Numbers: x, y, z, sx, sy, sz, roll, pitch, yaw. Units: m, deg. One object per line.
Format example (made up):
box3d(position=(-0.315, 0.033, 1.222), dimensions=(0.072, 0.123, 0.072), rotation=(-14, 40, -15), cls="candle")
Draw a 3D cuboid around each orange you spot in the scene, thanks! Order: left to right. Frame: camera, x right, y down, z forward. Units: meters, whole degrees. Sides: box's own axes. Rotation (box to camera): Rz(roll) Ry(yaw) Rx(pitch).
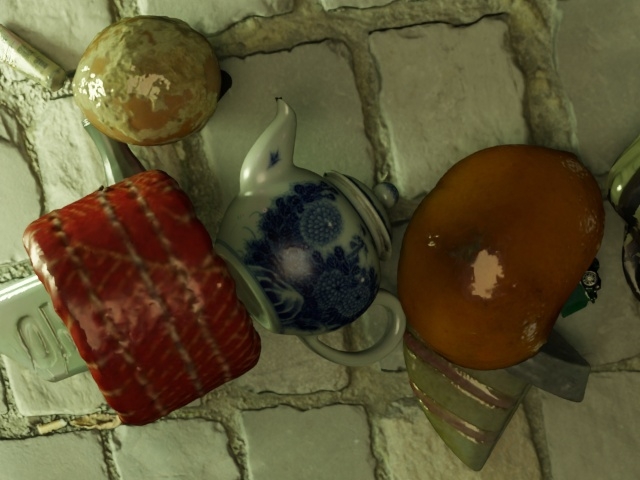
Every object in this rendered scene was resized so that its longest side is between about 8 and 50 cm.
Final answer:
box3d(position=(0.238, 0.023, 1.612), dimensions=(0.274, 0.274, 0.310), rotation=(23, 127, 5), cls="orange")

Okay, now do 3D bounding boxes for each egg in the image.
box3d(position=(-0.252, -0.229, 1.664), dimensions=(0.233, 0.195, 0.195), rotation=(-12, 106, 38), cls="egg")

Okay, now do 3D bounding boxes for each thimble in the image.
box3d(position=(-0.248, 0.076, 1.603), dimensions=(0.231, 0.350, 0.350), rotation=(-27, 102, -10), cls="thimble")

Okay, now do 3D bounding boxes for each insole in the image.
box3d(position=(-0.182, -0.207, 1.754), dimensions=(0.045, 0.002, 0.135), rotation=(41, 113, -4), cls="insole")

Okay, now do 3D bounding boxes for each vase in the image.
box3d(position=(-0.301, -0.097, 1.783), dimensions=(0.086, 0.086, 0.214), rotation=(-21, 98, 19), cls="vase")

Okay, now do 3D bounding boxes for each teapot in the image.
box3d(position=(0.000, 0.000, 1.670), dimensions=(0.280, 0.252, 0.424), rotation=(-34, 110, -15), cls="teapot")

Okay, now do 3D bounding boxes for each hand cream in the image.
box3d(position=(-0.456, -0.279, 1.784), dimensions=(0.143, 0.039, 0.061), rotation=(34, 120, 11), cls="hand cream")

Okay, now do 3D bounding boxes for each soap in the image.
box3d(position=(-0.394, 0.121, 1.867), dimensions=(0.290, 0.095, 0.172), rotation=(-21, 102, 19), cls="soap")

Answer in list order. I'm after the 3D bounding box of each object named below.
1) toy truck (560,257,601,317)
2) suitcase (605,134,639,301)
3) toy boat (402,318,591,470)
box3d(position=(0.349, 0.026, 1.671), dimensions=(0.079, 0.065, 0.147), rotation=(-30, 100, 23), cls="toy truck")
box3d(position=(0.556, -0.035, 1.536), dimensions=(0.351, 0.194, 0.339), rotation=(43, 119, -2), cls="suitcase")
box3d(position=(0.230, 0.193, 1.740), dimensions=(0.276, 0.111, 0.293), rotation=(47, 122, 3), cls="toy boat")
